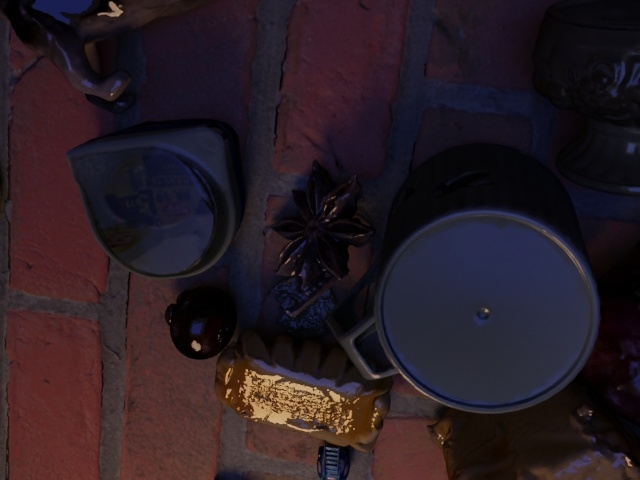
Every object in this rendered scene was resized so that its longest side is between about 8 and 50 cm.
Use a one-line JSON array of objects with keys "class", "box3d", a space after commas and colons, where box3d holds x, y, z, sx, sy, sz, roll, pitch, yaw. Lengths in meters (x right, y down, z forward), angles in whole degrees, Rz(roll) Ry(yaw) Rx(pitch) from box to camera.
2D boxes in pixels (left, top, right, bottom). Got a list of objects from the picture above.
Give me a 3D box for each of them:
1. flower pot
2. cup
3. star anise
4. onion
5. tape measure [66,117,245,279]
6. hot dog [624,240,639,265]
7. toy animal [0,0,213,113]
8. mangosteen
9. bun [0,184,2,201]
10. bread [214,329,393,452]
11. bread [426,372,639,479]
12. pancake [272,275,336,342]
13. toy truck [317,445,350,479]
[{"class": "flower pot", "box3d": [0.451, -0.206, 0.899, 0.307, 0.307, 0.244, -2, 116, 6]}, {"class": "cup", "box3d": [0.209, 0.072, 0.936, 0.310, 0.392, 0.401, 30, 109, 4]}, {"class": "star anise", "box3d": [-0.001, 0.000, 1.051, 0.230, 0.081, 0.262, 2, 79, 38]}, {"class": "onion", "box3d": [0.474, 0.146, 0.895, 0.246, 0.190, 0.246, 2, 78, -8]}, {"class": "tape measure", "box3d": [-0.261, -0.068, 1.072, 0.259, 0.138, 0.262, -6, 103, 9]}, {"class": "hot dog", "box3d": [0.612, -0.005, 0.999, 0.153, 0.150, 0.257, 31, 105, 8]}, {"class": "toy animal", "box3d": [-0.338, -0.402, 0.972, 0.302, 0.194, 0.344, 43, 98, -11]}, {"class": "mangosteen", "box3d": [-0.217, 0.140, 1.131, 0.140, 0.140, 0.140, 1, 103, 5]}, {"class": "bun", "box3d": [-0.662, -0.095, 1.116, 0.195, 0.118, 0.195, 1, 100, 6]}, {"class": "bread", "box3d": [-0.030, 0.251, 1.128, 0.311, 0.121, 0.173, 17, 116, 2]}, {"class": "bread", "box3d": [0.390, 0.390, 0.992, 0.371, 0.390, 0.279, 44, 99, -7]}, {"class": "pancake", "box3d": [-0.026, 0.125, 1.151, 0.116, 0.022, 0.129, -3, 103, 6]}, {"class": "toy truck", "box3d": [0.022, 0.404, 1.173, 0.063, 0.074, 0.136, 3, 121, 6]}]
